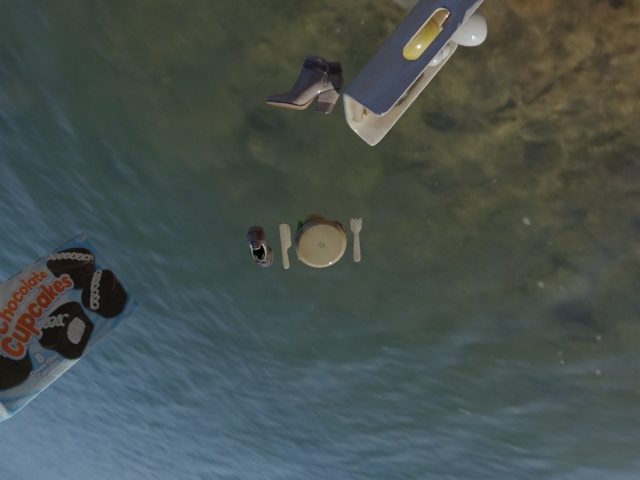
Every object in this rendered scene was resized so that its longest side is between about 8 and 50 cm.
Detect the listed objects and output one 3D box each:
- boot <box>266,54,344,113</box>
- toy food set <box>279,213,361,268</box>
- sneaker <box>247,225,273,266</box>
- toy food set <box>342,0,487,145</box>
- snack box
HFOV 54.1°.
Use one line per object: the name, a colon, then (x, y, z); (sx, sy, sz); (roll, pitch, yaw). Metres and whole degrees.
boot: (-0.022, -0.253, 1.004); (0.118, 0.087, 0.042); (7, -173, -9)
toy food set: (0.000, 0.000, 1.482); (0.192, 0.038, 0.132); (-4, 111, -6)
sneaker: (-0.174, 0.038, 1.761); (0.066, 0.071, 0.188); (-5, 147, 6)
toy food set: (0.136, -0.236, 0.859); (0.092, 0.219, 0.306); (40, -177, 2)
snack box: (-0.494, 0.142, 1.119); (0.060, 0.322, 0.187); (-28, 103, 38)
